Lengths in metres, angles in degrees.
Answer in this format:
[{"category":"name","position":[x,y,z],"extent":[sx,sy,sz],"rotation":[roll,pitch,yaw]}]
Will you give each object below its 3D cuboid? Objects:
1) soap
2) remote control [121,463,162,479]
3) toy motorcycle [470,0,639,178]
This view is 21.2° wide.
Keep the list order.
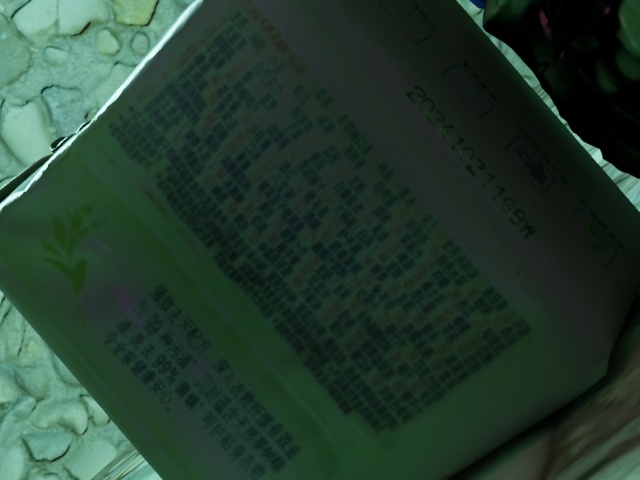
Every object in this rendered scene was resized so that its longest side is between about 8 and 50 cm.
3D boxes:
[{"category":"soap","position":[0.000,0.000,0.666],"extent":[0.182,0.199,0.138],"rotation":[-41,-2,30]},{"category":"remote control","position":[-0.118,0.188,1.327],"extent":[0.090,0.038,0.309],"rotation":[-41,2,-34]},{"category":"toy motorcycle","position":[0.152,-0.144,0.742],"extent":[0.331,0.196,0.125],"rotation":[-35,-7,-48]}]
